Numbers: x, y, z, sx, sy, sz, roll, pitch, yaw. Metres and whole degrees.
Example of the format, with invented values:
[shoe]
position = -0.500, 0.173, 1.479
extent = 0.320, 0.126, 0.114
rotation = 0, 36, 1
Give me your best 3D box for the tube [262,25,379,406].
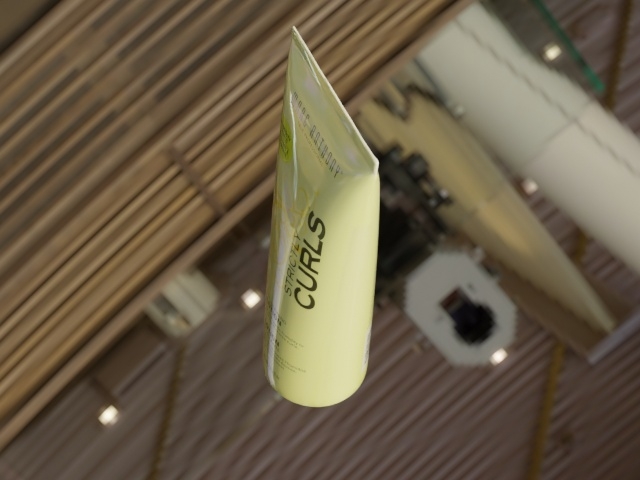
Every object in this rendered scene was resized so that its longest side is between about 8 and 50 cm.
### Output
[tube]
position = 0.000, 0.000, 0.932
extent = 0.070, 0.240, 0.062
rotation = 21, -124, 11
